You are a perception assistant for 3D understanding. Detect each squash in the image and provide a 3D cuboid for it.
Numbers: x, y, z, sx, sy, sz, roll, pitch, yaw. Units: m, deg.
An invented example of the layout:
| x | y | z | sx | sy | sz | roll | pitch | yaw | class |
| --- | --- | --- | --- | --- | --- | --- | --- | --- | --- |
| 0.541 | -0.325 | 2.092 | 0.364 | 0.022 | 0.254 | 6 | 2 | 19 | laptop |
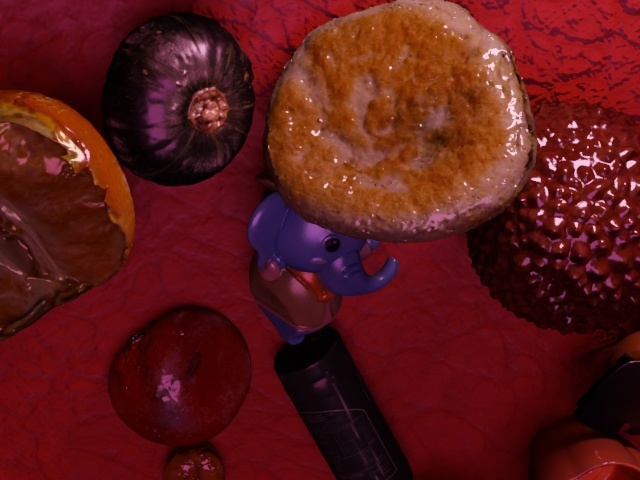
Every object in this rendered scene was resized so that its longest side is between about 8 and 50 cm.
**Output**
| x | y | z | sx | sy | sz | roll | pitch | yaw | class |
| --- | --- | --- | --- | --- | --- | --- | --- | --- | --- |
| -0.161 | -0.159 | 1.543 | 0.193 | 0.156 | 0.193 | -33 | 145 | -27 | squash |

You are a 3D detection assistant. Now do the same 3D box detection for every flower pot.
| x | y | z | sx | sy | sz | roll | pitch | yaw | class |
| --- | --- | --- | --- | --- | --- | --- | --- | --- | --- |
| 0.353 | 0.325 | 1.796 | 0.191 | 0.173 | 0.190 | -2 | 115 | -4 | flower pot |

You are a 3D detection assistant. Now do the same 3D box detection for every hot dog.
| x | y | z | sx | sy | sz | roll | pitch | yaw | class |
| --- | --- | --- | --- | --- | --- | --- | --- | --- | --- |
| 0.484 | 0.188 | 1.789 | 0.326 | 0.107 | 0.194 | 21 | 120 | -23 | hot dog |

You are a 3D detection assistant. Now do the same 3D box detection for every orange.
| x | y | z | sx | sy | sz | roll | pitch | yaw | class |
| --- | --- | --- | --- | --- | --- | --- | --- | --- | --- |
| -0.362 | -0.032 | 1.557 | 0.335 | 0.196 | 0.262 | -34 | 102 | 19 | orange |

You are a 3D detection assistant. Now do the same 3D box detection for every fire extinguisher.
| x | y | z | sx | sy | sz | roll | pitch | yaw | class |
| --- | --- | --- | --- | --- | --- | --- | --- | --- | --- |
| 0.042 | 0.261 | 1.788 | 0.114 | 0.095 | 0.311 | -9 | 119 | 40 | fire extinguisher |

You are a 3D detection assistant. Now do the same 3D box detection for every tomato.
| x | y | z | sx | sy | sz | roll | pitch | yaw | class |
| --- | --- | --- | --- | --- | --- | --- | --- | --- | --- |
| -0.174 | 0.188 | 1.729 | 0.189 | 0.099 | 0.173 | -37 | 110 | 9 | tomato |

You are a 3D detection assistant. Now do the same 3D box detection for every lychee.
| x | y | z | sx | sy | sz | roll | pitch | yaw | class |
| --- | --- | --- | --- | --- | --- | --- | --- | --- | --- |
| 0.292 | -0.023 | 1.594 | 0.276 | 0.304 | 0.275 | 6 | 103 | 27 | lychee |

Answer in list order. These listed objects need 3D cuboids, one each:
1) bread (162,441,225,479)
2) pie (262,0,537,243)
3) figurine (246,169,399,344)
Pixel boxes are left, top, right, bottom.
| x | y | z | sx | sy | sz | roll | pitch | yaw | class |
| --- | --- | --- | --- | --- | --- | --- | --- | --- | --- |
| -0.165 | 0.305 | 1.811 | 0.083 | 0.046 | 0.081 | 20 | 113 | -14 | bread |
| 0.082 | -0.131 | 1.520 | 0.323 | 0.323 | 0.070 | -21 | 151 | 4 | pie |
| -0.004 | -0.001 | 1.652 | 0.180 | 0.154 | 0.262 | -14 | 132 | -9 | figurine |
